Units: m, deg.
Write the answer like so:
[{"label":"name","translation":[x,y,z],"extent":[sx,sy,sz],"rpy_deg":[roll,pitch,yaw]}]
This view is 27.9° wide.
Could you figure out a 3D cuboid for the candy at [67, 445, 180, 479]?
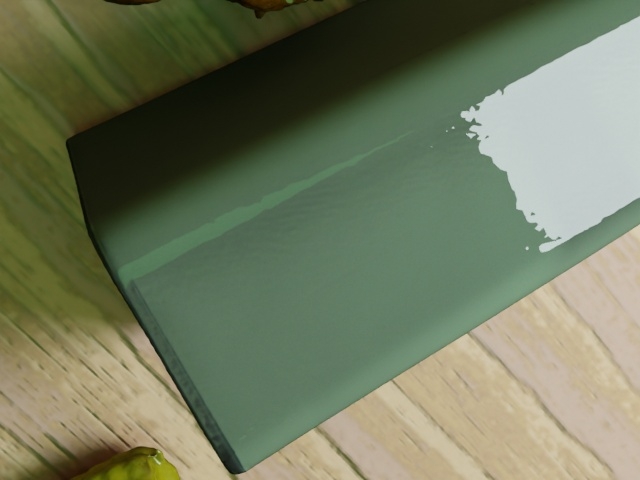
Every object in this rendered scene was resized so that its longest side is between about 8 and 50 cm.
[{"label":"candy","translation":[-0.179,0.221,0.858],"extent":[0.198,0.094,0.106],"rpy_deg":[-25,79,3]}]

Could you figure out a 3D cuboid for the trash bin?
[{"label":"trash bin","translation":[0.048,-0.044,0.741],"extent":[0.343,0.223,0.158],"rpy_deg":[-27,112,-6]}]

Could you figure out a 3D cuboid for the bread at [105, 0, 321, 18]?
[{"label":"bread","translation":[-0.051,-0.232,0.693],"extent":[0.246,0.135,0.232],"rpy_deg":[-34,117,2]}]
